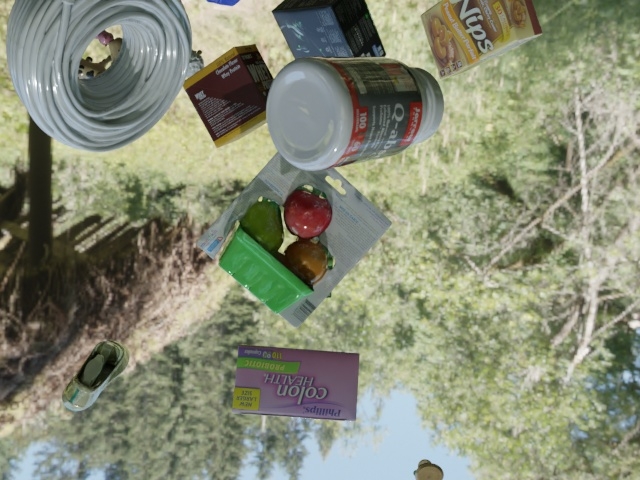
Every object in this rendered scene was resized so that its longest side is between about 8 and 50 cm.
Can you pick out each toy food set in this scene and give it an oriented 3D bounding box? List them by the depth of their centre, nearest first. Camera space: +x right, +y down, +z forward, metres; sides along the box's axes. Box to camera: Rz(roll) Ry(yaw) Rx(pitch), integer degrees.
[{"bbox_3d":[0.300,0.651,1.786,0.083,0.083,0.020,22,-162,-5],"label":"toy food set"}]

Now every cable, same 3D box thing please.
[{"bbox_3d":[-0.288,-0.246,0.854,0.089,0.257,0.257,36,-166,22],"label":"cable"}]

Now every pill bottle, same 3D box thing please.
[{"bbox_3d":[0.084,-0.265,1.303,0.210,0.210,0.362,13,-159,40],"label":"pill bottle"}]

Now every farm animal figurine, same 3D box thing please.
[{"bbox_3d":[-0.541,-0.498,1.813,0.330,0.172,0.326,-31,123,34],"label":"farm animal figurine"}]

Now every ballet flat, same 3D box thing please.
[{"bbox_3d":[-0.472,0.268,1.388,0.086,0.086,0.248,7,-157,2],"label":"ballet flat"}]

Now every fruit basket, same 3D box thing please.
[{"bbox_3d":[-0.061,-0.019,1.537,0.327,0.353,0.165,41,178,-13],"label":"fruit basket"}]

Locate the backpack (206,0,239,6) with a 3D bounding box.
[{"bbox_3d":[-0.154,-0.439,0.978,0.098,0.120,0.101,-18,172,41],"label":"backpack"}]

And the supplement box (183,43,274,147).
[{"bbox_3d":[-0.222,-0.382,1.700,0.191,0.194,0.129,-25,-171,26],"label":"supplement box"}]

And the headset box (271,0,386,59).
[{"bbox_3d":[0.018,-0.624,1.941,0.283,0.246,0.131,14,-126,45],"label":"headset box"}]

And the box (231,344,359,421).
[{"bbox_3d":[-0.040,0.267,1.204,0.213,0.117,0.243,4,168,2],"label":"box"}]

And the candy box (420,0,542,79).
[{"bbox_3d":[0.387,-0.537,1.593,0.087,0.183,0.316,-22,-175,-22],"label":"candy box"}]

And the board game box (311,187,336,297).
[{"bbox_3d":[0.000,0.000,1.958,0.046,0.318,0.213,2,-175,-10],"label":"board game box"}]
